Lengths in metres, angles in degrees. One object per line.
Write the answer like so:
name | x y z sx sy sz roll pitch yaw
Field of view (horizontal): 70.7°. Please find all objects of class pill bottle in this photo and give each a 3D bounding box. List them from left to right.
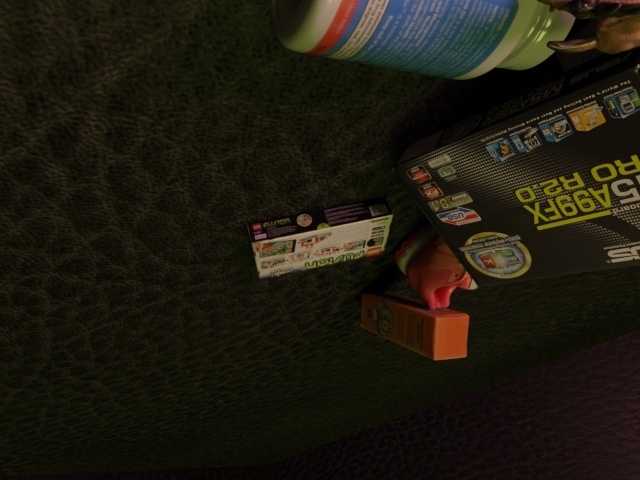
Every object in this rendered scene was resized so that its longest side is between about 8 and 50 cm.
pill bottle | 0.083 -0.192 0.343 0.222 0.124 0.124 0 144 -25

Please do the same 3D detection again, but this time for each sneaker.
sneaker | 0.233 0.001 0.704 0.116 0.136 0.313 -4 146 -22

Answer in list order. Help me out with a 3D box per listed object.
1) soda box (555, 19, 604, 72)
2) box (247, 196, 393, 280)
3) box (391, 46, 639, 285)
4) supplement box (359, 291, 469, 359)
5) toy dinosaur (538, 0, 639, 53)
soda box | 0.377 -0.193 0.522 0.216 0.069 0.074 4 155 -29
box | 0.000 0.000 0.686 0.207 0.036 0.114 -12 148 -9
box | 0.248 -0.056 0.502 0.270 0.060 0.216 -16 121 48
supplement box | 0.165 0.152 0.844 0.080 0.077 0.233 1 -177 -26
toy dinosaur | 0.150 -0.230 0.220 0.295 0.127 0.200 46 139 -14
